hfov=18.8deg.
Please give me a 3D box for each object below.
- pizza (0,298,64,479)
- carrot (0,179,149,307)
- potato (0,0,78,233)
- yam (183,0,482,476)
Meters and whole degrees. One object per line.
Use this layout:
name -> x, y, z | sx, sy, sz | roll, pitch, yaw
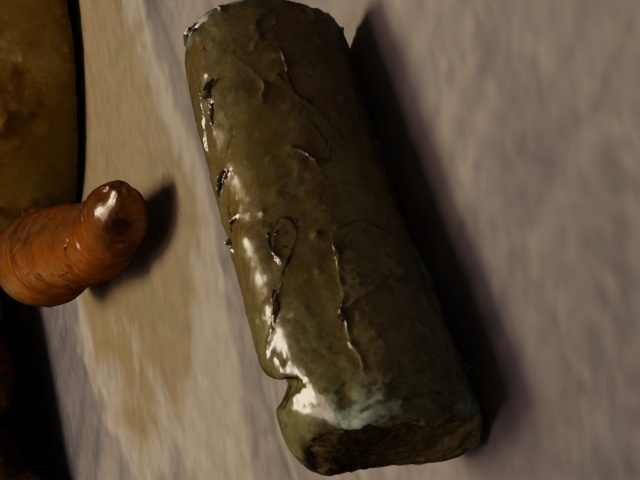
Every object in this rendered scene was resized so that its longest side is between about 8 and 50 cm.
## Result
pizza -> -0.216, 0.064, 1.127 | 0.365, 0.074, 0.182 | -134, 39, -60
carrot -> -0.107, 0.002, 0.829 | 0.191, 0.047, 0.047 | 164, 97, -70
potato -> -0.205, -0.092, 0.920 | 0.178, 0.158, 0.203 | -116, 22, -44
yam -> 0.000, 0.000, 0.513 | 0.054, 0.054, 0.132 | 113, 144, -57
